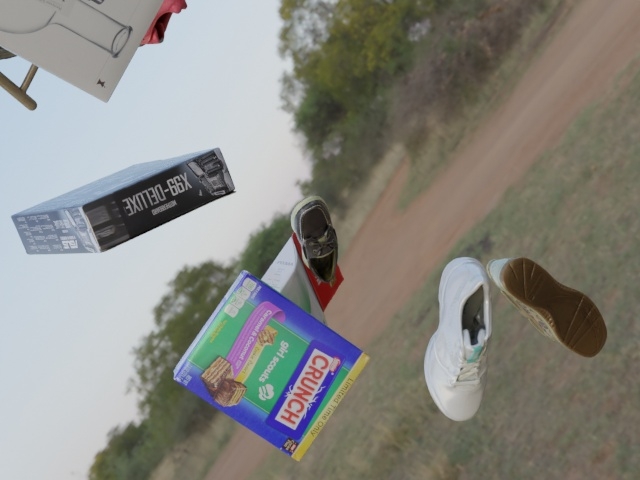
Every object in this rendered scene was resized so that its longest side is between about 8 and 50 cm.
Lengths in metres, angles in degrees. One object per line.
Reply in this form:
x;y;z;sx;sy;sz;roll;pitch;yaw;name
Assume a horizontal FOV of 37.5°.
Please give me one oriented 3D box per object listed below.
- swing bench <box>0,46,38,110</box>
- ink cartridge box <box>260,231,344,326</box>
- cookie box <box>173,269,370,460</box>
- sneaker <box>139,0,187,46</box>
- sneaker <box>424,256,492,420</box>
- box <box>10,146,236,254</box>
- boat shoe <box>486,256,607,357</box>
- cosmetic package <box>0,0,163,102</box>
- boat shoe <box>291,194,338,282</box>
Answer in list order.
-0.580;-0.355;1.509;0.254;0.253;0.165;20;-78;-47;swing bench
-0.018;0.084;1.470;0.225;0.056;0.181;-54;-40;-33;ink cartridge box
-0.035;0.088;0.668;0.092;0.107;0.040;-56;8;-2;cookie box
-0.395;-0.439;1.945;0.314;0.136;0.116;-34;11;36;sneaker
0.177;0.133;1.155;0.094;0.080;0.212;-122;30;-72;sneaker
-0.315;-0.058;1.482;0.242;0.076;0.307;-29;15;-34;box
0.445;0.123;1.841;0.104;0.285;0.089;-51;18;-8;boat shoe
-0.347;-0.431;1.350;0.377;0.284;0.097;-60;32;4;cosmetic package
0.000;0.000;1.220;0.056;0.049;0.152;-29;-33;-8;boat shoe
